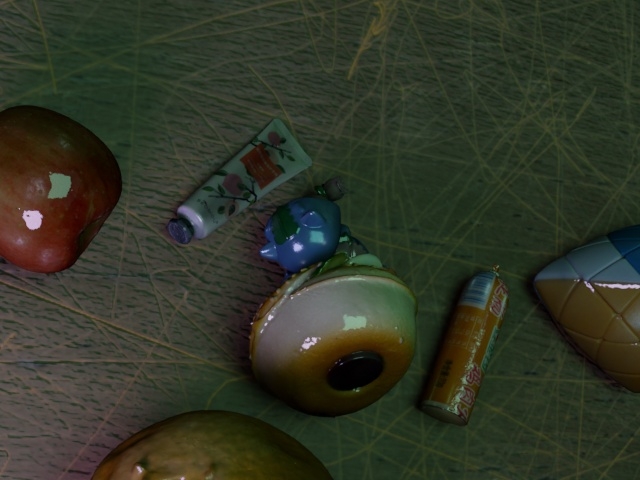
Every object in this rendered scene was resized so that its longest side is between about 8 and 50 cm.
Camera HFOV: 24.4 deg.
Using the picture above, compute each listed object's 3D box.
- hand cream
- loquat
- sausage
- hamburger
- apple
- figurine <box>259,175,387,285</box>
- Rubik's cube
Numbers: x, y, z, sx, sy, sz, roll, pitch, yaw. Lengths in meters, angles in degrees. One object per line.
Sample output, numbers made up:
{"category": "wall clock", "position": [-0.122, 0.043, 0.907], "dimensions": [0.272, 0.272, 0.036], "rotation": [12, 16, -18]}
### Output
{"category": "hand cream", "position": [-0.105, -0.072, 1.919], "dimensions": [0.234, 0.050, 0.080], "rotation": [-41, 98, -34]}
{"category": "loquat", "position": [-0.122, 0.354, 1.684], "dimensions": [0.328, 0.328, 0.328], "rotation": [5, 79, -28]}
{"category": "sausage", "position": [0.206, 0.136, 2.036], "dimensions": [0.071, 0.071, 0.234], "rotation": [30, 69, -22]}
{"category": "hamburger", "position": [0.018, 0.123, 1.866], "dimensions": [0.237, 0.237, 0.147], "rotation": [2, 41, -28]}
{"category": "apple", "position": [-0.326, -0.059, 1.723], "dimensions": [0.168, 0.181, 0.181], "rotation": [30, 67, 3]}
{"category": "figurine", "position": [0.003, -0.005, 1.940], "dimensions": [0.178, 0.114, 0.144], "rotation": [34, 42, -33]}
{"category": "Rubik's cube", "position": [0.424, 0.055, 2.146], "dimensions": [0.254, 0.254, 0.254], "rotation": [5, 79, -28]}
